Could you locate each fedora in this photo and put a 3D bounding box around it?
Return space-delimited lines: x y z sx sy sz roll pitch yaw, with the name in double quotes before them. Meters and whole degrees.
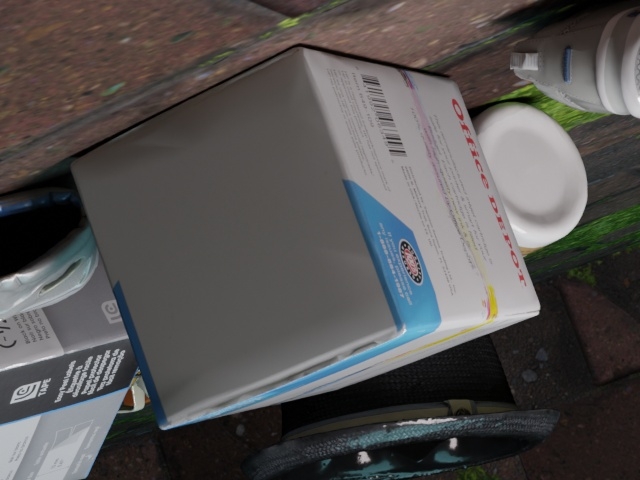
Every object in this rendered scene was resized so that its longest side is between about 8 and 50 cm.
"fedora" 0.074 0.158 1.695 0.334 0.152 0.334 -9 163 -3

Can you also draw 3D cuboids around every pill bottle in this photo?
"pill bottle" 0.126 -0.028 1.502 0.131 0.131 0.229 -14 170 -35

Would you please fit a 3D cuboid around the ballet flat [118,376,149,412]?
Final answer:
"ballet flat" -0.219 0.156 2.018 0.095 0.096 0.280 -11 168 -44

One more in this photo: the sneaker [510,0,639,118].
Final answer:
"sneaker" 0.230 -0.145 1.219 0.115 0.105 0.281 10 -173 26

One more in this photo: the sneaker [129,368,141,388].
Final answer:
"sneaker" -0.202 0.113 1.794 0.225 0.093 0.088 -21 172 5

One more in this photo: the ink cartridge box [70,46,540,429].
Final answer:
"ink cartridge box" 0.000 0.000 1.168 0.197 0.198 0.270 -24 170 24

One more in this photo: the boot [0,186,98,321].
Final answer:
"boot" -0.279 0.030 1.154 0.258 0.095 0.123 -26 168 -16

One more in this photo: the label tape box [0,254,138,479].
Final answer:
"label tape box" -0.338 0.144 1.382 0.347 0.115 0.249 -15 150 -36

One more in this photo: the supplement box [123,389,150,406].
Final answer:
"supplement box" -0.176 0.170 2.277 0.078 0.080 0.233 -24 173 41
